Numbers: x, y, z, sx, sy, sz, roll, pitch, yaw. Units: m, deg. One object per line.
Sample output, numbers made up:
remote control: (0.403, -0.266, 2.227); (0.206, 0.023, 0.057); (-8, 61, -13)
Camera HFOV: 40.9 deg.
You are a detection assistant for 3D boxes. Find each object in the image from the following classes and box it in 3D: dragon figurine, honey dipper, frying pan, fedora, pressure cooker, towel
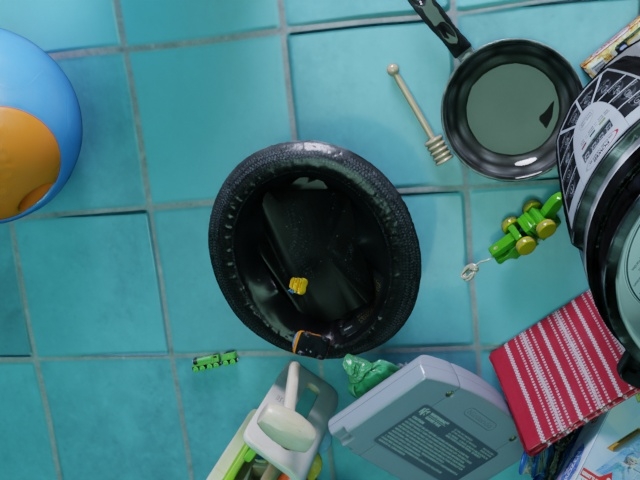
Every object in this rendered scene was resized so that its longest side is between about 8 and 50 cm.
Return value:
dragon figurine: (0.336, 0.331, 1.238); (0.085, 0.289, 0.144); (14, 139, 25)
honey dipper: (0.140, -0.183, 1.233); (0.030, 0.030, 0.161); (-29, 96, 17)
frying pan: (0.211, -0.212, 1.199); (0.326, 0.053, 0.197); (29, 108, 5)
fedora: (0.000, 0.000, 1.241); (0.333, 0.152, 0.334); (4, 114, 10)
pressure cooker: (0.474, -0.033, 0.960); (0.375, 0.420, 0.370); (-16, 118, 17)
towel: (0.373, 0.163, 1.200); (0.274, 0.199, 0.031); (-36, 124, 18)

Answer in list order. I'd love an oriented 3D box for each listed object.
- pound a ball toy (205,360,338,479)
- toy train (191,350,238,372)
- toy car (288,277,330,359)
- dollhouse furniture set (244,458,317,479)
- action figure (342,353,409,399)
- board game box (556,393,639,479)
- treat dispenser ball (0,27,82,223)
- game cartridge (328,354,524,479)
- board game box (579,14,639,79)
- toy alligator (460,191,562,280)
pound a ball toy: (-0.039, 0.283, 1.240); (0.135, 0.319, 0.208); (36, 108, 0)
toy train: (-0.174, 0.198, 1.405); (0.083, 0.017, 0.024); (-13, 92, 15)
toy car: (-0.017, 0.107, 1.198); (0.040, 0.060, 0.122); (14, 105, 54)
dollhouse furniture set: (-0.029, 0.443, 1.419); (0.181, 0.101, 0.161); (3, 130, 10)
action figure: (0.112, 0.225, 1.272); (0.137, 0.063, 0.232); (-41, 128, 16)
board game box: (0.520, 0.308, 1.176); (0.318, 0.066, 0.318); (33, 73, 2)
treat dispenser ball: (-0.491, -0.165, 1.233); (0.288, 0.288, 0.288); (3, 105, 11)
game cartridge: (0.176, 0.279, 1.261); (0.198, 0.062, 0.297); (-40, 128, 14)
board game box: (0.470, -0.242, 1.140); (0.193, 0.045, 0.147); (-40, 94, 19)
toy alligator: (0.287, 0.002, 1.242); (0.189, 0.056, 0.051); (-43, 133, 18)
